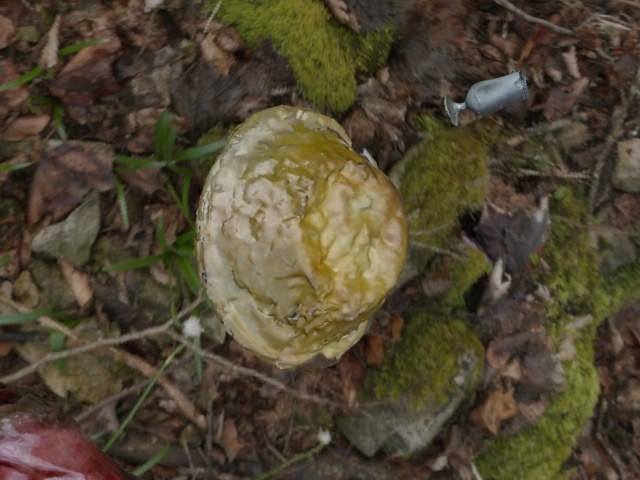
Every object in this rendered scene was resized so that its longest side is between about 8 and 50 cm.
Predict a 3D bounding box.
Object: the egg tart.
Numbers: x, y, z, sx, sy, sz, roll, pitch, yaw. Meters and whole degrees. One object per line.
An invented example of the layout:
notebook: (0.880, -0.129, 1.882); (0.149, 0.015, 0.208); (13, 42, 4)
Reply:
egg tart: (0.000, 0.000, 0.412); (0.128, 0.049, 0.129); (0, 90, -42)

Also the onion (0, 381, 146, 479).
onion: (-0.136, 0.255, 0.541); (0.347, 0.348, 0.385); (-19, 96, 6)

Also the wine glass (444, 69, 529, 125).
wine glass: (0.169, -0.145, 0.887); (0.083, 0.039, 0.042); (-18, 146, 23)
